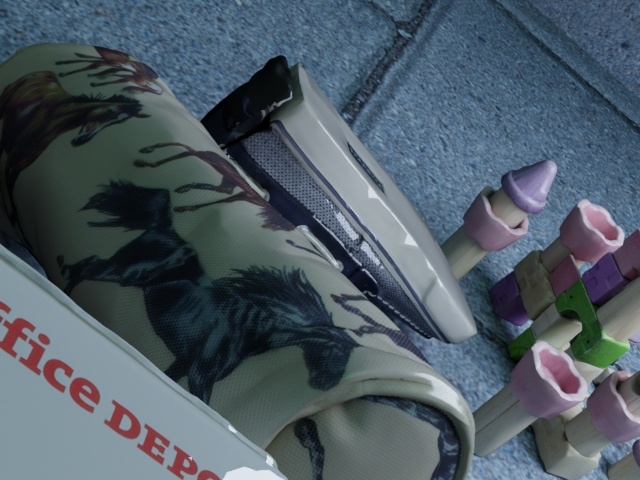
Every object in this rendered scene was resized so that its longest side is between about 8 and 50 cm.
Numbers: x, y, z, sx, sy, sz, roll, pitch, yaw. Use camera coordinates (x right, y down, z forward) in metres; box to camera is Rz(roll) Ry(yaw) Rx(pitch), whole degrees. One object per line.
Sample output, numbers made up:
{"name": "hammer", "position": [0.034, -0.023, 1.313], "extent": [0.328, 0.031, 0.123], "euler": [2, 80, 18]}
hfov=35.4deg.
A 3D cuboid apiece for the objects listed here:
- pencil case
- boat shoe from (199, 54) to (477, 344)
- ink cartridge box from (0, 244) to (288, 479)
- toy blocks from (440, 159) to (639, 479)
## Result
{"name": "pencil case", "position": [-0.082, 0.035, 0.617], "extent": [0.410, 0.160, 0.183], "euler": [46, -15, 41]}
{"name": "boat shoe", "position": [0.000, 0.000, 0.918], "extent": [0.340, 0.158, 0.127], "euler": [51, 16, -28]}
{"name": "ink cartridge box", "position": [-0.134, 0.149, 0.311], "extent": [0.197, 0.114, 0.273], "euler": [43, 36, -23]}
{"name": "toy blocks", "position": [0.310, 0.075, 1.030], "extent": [0.309, 0.260, 0.288], "euler": [23, 36, -28]}
